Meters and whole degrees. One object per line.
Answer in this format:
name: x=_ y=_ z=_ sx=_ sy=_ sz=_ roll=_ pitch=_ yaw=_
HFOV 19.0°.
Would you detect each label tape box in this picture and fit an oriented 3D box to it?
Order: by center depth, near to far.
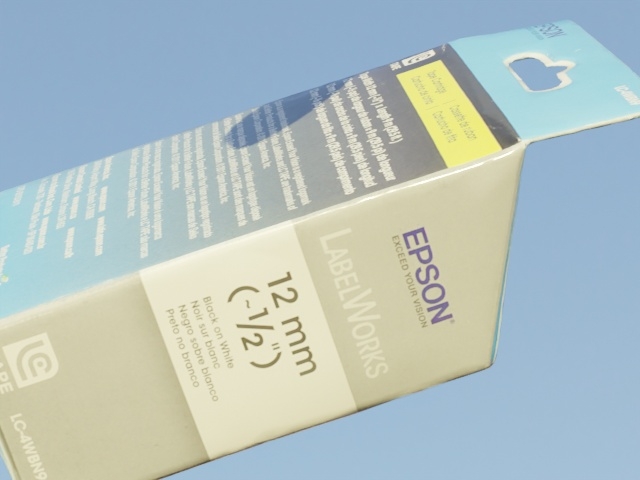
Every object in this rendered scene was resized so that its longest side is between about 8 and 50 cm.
label tape box: x=0.000 y=0.000 z=1.002 sx=0.347 sy=0.249 sz=0.115 roll=-17 pitch=-72 yaw=0
